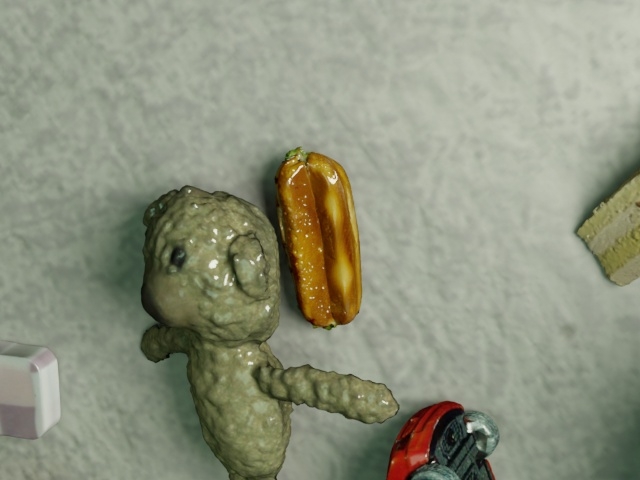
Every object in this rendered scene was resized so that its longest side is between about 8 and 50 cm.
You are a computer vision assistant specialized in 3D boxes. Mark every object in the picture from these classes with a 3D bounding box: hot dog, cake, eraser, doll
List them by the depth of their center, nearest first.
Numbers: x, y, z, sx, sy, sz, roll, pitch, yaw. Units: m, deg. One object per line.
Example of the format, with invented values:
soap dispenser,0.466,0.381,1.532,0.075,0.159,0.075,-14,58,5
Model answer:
cake,0.186,-0.020,0.645,0.052,0.065,0.121,44,122,3
hot dog,0.000,0.000,0.726,0.049,0.037,0.122,-3,113,7
doll,-0.056,0.104,0.751,0.202,0.091,0.286,47,146,33
eraser,-0.238,0.103,0.843,0.105,0.026,0.065,6,107,16

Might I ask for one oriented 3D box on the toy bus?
toy bus,0.079,0.198,0.744,0.089,0.081,0.195,-12,105,31
